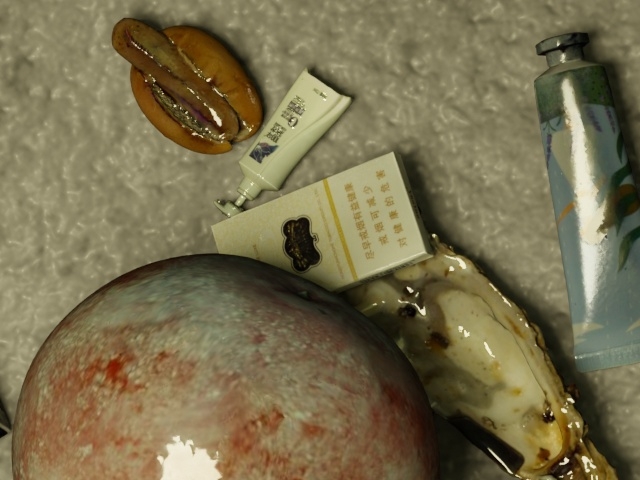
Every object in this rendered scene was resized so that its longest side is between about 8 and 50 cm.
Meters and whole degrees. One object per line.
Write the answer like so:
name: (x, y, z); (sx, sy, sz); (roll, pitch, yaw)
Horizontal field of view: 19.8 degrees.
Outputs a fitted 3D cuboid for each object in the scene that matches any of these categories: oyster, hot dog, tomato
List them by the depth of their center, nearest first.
tomato: (-0.071, 0.161, 1.352); (0.316, 0.316, 0.282); (24, 102, 7)
oyster: (0.108, 0.092, 1.470); (0.129, 0.078, 0.345); (-45, 74, -2)
hot dog: (-0.111, -0.133, 1.522); (0.090, 0.060, 0.140); (-37, 78, -5)

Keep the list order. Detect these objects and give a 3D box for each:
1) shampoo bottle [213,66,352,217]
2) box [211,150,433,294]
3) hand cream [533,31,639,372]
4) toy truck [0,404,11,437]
shampoo bottle: (-0.034, -0.074, 1.521); (0.049, 0.034, 0.141); (37, 88, 2)
box: (0.000, 0.000, 1.474); (0.167, 0.024, 0.090); (-22, 75, 16)
hand cream: (0.225, -0.033, 1.488); (0.091, 0.058, 0.271); (-12, 87, 6)
toy truck: (-0.382, 0.156, 1.488); (0.242, 0.101, 0.125); (-24, 70, 4)
